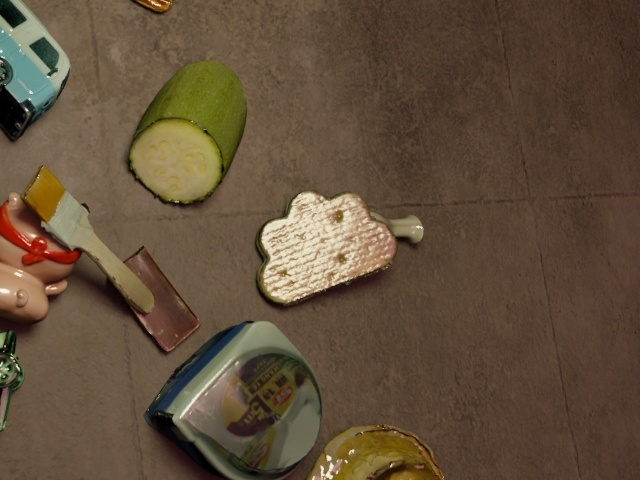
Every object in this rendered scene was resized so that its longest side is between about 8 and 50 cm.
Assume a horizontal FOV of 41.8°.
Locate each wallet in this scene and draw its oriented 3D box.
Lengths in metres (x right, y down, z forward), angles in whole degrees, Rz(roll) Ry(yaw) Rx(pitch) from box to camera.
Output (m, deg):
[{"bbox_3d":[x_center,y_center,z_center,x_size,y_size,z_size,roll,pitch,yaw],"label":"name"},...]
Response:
[{"bbox_3d":[-0.296,0.106,1.490,0.095,0.026,0.176,-43,103,-35],"label":"wallet"}]

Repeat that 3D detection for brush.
[{"bbox_3d":[-0.362,0.016,1.348,0.336,0.020,0.085,58,36,-43],"label":"brush"}]

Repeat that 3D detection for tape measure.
[{"bbox_3d":[-0.128,0.298,1.480,0.262,0.138,0.259,50,62,-11],"label":"tape measure"}]

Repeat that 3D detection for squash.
[{"bbox_3d":[-0.242,-0.210,1.589,0.189,0.189,0.260,35,29,-19],"label":"squash"}]

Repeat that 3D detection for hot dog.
[{"bbox_3d":[-0.336,-0.470,1.585,0.122,0.037,0.049,27,79,-16],"label":"hot dog"}]

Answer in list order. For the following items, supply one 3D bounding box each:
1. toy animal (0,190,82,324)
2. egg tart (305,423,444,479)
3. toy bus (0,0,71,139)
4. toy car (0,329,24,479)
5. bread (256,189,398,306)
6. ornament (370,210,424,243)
[{"bbox_3d":[-0.473,0.028,1.338,0.171,0.171,0.197,30,74,-21],"label":"toy animal"},{"bbox_3d":[0.122,0.515,1.579,0.345,0.132,0.345,5,80,-28],"label":"egg tart"},{"bbox_3d":[-0.537,-0.321,1.384,0.271,0.133,0.165,49,57,-9],"label":"toy bus"},{"bbox_3d":[-0.529,0.281,1.263,0.125,0.136,0.305,12,75,-13],"label":"toy car"},{"bbox_3d":[0.000,0.000,1.628,0.287,0.056,0.207,-17,83,-12],"label":"bread"},{"bbox_3d":[0.129,-0.021,1.729,0.156,0.075,0.081,-1,117,-32],"label":"ornament"}]
